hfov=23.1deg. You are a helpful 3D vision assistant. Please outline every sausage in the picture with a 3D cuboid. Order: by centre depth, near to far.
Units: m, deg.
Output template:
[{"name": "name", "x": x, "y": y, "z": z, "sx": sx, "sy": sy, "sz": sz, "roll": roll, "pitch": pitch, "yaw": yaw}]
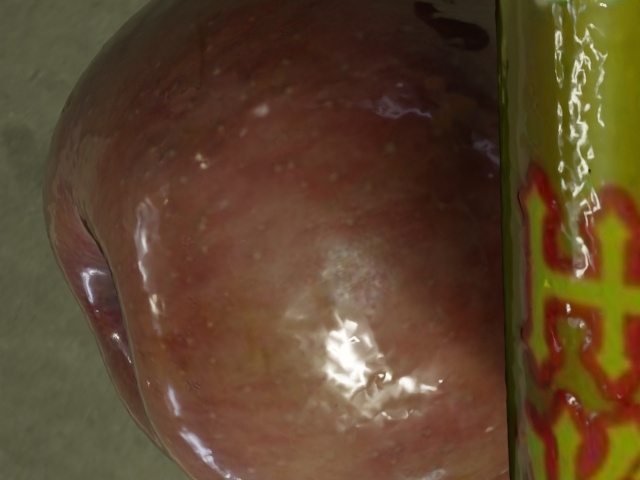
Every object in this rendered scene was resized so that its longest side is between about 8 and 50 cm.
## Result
[{"name": "sausage", "x": 0.104, "y": 0.058, "z": 0.425, "sx": 0.117, "sy": 0.125, "sz": 0.317, "roll": -9, "pitch": 107, "yaw": -28}]

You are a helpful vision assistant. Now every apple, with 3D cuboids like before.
[{"name": "apple", "x": 0.000, "y": 0.000, "z": 0.746, "sx": 0.235, "sy": 0.306, "sz": 0.305, "roll": -24, "pitch": 110, "yaw": -17}]
